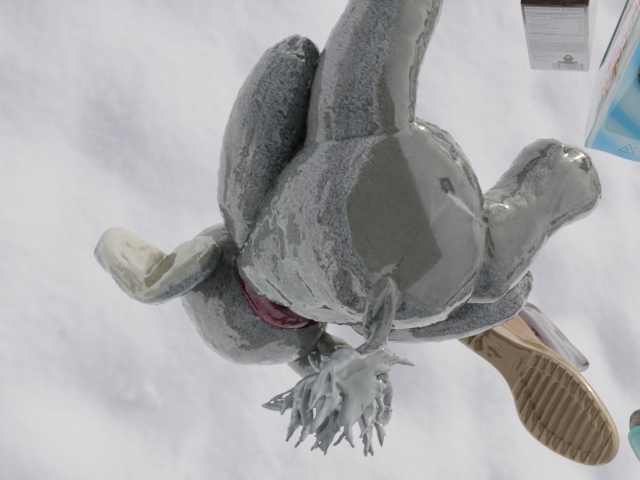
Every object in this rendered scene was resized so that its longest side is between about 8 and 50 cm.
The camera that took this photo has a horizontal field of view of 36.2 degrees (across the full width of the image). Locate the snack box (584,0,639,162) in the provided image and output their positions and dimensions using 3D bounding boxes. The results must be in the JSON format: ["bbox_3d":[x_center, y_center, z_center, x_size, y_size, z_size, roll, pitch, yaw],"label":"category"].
[{"bbox_3d":[0.295,-0.078,0.401,0.322,0.187,0.060,15,50,5],"label":"snack box"}]

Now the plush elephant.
[{"bbox_3d":[0.000,0.000,0.708,0.272,0.255,0.330,40,63,-26],"label":"plush elephant"}]

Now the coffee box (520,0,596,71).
[{"bbox_3d":[0.366,-0.365,1.476,0.246,0.098,0.141,41,57,-70],"label":"coffee box"}]

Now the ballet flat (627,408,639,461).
[{"bbox_3d":[0.359,0.216,0.843,0.096,0.095,0.280,-48,113,-22],"label":"ballet flat"}]

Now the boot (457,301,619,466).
[{"bbox_3d":[0.279,0.151,1.142,0.207,0.248,0.090,3,126,-53],"label":"boot"}]
